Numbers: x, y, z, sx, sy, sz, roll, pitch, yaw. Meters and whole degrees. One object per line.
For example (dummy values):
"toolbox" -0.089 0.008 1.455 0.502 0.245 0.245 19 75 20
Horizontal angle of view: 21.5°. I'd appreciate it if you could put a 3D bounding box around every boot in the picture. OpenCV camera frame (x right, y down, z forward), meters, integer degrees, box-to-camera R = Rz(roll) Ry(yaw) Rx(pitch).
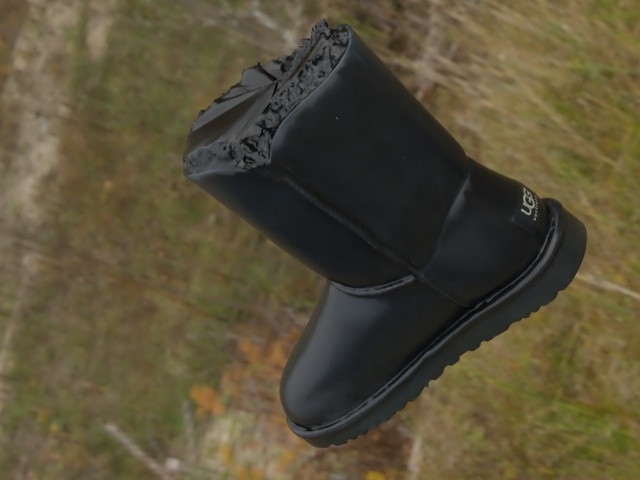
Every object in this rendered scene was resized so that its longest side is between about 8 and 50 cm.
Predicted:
"boot" 0.000 0.000 0.973 0.246 0.207 0.094 -38 25 37
